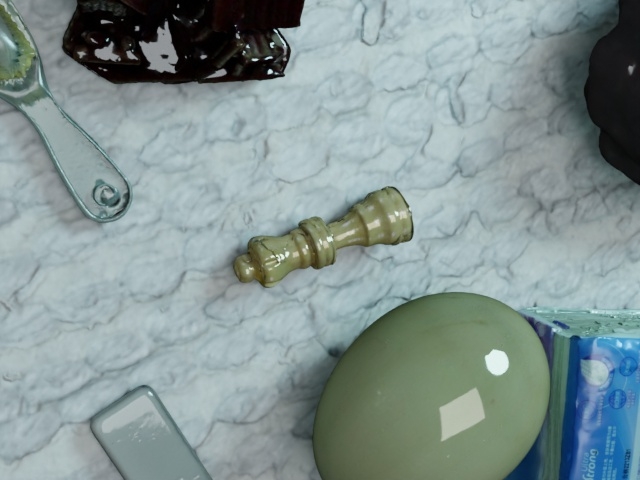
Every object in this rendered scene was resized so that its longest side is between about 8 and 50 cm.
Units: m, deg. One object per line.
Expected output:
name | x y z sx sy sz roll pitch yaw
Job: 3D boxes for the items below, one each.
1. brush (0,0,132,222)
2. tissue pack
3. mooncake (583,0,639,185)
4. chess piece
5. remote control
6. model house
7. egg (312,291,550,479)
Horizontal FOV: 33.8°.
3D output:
brush | -0.245 -0.136 0.863 0.068 0.060 0.296 -40 110 -15
tissue pack | 0.300 0.209 1.085 0.198 0.146 0.263 2 98 -21
mooncake | 0.400 -0.169 1.050 0.283 0.141 0.283 -15 130 -20
chess piece | 0.000 0.001 0.986 0.172 0.060 0.060 -19 104 -16
remote control | -0.123 0.253 0.987 0.067 0.029 0.261 -34 106 -14
model house | -0.108 -0.194 0.857 0.203 0.164 0.141 -12 97 -18
egg | 0.101 0.153 0.976 0.242 0.186 0.186 -35 109 -8
